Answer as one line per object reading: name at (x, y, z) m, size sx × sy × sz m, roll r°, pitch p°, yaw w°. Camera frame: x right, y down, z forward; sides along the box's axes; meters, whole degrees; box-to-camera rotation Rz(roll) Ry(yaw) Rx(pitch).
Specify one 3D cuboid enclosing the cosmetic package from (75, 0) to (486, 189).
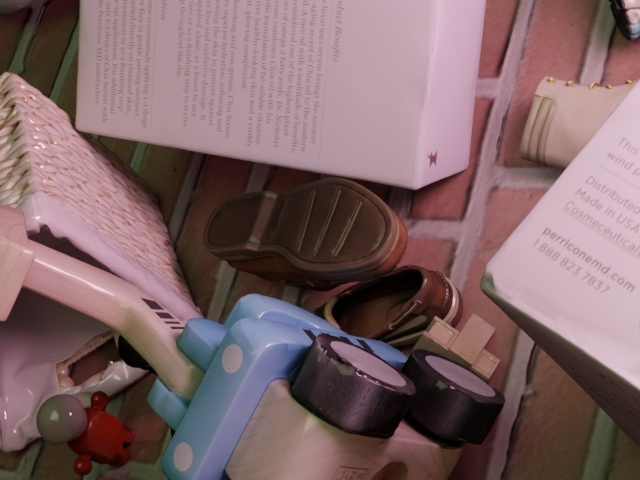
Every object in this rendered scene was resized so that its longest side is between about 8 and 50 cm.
cosmetic package at (-0.053, -0.214, 1.511) m, size 0.453 × 0.161 × 0.230 m, roll 12°, pitch 106°, yaw 25°

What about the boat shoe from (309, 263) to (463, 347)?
boat shoe at (0.025, 0.091, 1.448) m, size 0.257 × 0.095 × 0.095 m, roll -27°, pitch 55°, yaw 17°

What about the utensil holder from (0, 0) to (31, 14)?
utensil holder at (-0.559, -0.563, 1.899) m, size 0.328 × 0.385 × 0.327 m, roll -31°, pitch 46°, yaw 37°

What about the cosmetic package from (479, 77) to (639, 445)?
cosmetic package at (0.404, 0.061, 1.045) m, size 0.327 × 0.394 × 0.329 m, roll -51°, pitch 52°, yaw -2°

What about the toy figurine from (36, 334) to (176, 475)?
toy figurine at (-0.197, 0.221, 1.483) m, size 0.213 × 0.148 × 0.209 m, roll -40°, pitch 52°, yaw 7°

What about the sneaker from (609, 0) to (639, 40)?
sneaker at (0.372, -0.352, 1.479) m, size 0.122 × 0.110 × 0.283 m, roll -11°, pitch 63°, yaw 6°

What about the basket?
basket at (-0.378, 0.033, 1.575) m, size 0.328 × 0.331 × 0.266 m, roll -32°, pitch 52°, yaw 13°

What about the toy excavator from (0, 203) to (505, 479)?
toy excavator at (-0.113, 0.130, 1.308) m, size 0.445 × 0.433 × 0.222 m, roll 35°, pitch 103°, yaw 41°

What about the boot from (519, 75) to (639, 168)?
boot at (0.323, -0.158, 1.409) m, size 0.165 × 0.077 × 0.213 m, roll 25°, pitch 84°, yaw 39°

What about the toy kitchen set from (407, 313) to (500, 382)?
toy kitchen set at (0.145, 0.125, 1.406) m, size 0.083 × 0.075 × 0.068 m, roll 35°, pitch 44°, yaw 7°

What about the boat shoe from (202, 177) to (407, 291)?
boat shoe at (0.000, 0.000, 1.467) m, size 0.307 × 0.104 × 0.110 m, roll 8°, pitch 68°, yaw 50°
